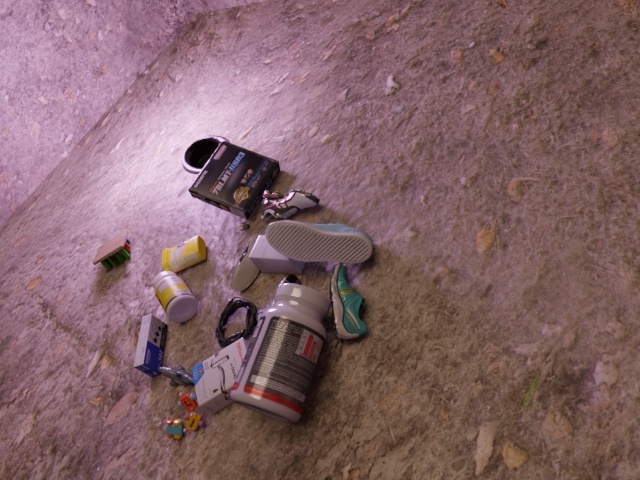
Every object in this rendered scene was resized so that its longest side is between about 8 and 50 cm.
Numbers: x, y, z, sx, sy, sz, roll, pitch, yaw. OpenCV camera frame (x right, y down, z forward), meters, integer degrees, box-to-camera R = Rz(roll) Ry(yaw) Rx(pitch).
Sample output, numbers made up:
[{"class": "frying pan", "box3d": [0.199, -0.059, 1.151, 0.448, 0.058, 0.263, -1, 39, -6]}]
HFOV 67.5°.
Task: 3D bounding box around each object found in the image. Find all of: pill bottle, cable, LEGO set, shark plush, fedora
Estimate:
[{"class": "pill bottle", "box3d": [-0.103, 0.323, 1.407, 0.210, 0.210, 0.362, 3, 60, 32]}, {"class": "cable", "box3d": [-0.293, 0.293, 1.673, 0.151, 0.047, 0.184, 23, 77, 32]}, {"class": "pill bottle", "box3d": [-0.563, 0.211, 1.840, 0.119, 0.119, 0.208, -43, 45, -8]}, {"class": "LEGO set", "box3d": [-0.301, -0.064, 1.990, 0.083, 0.023, 0.054, -30, 46, -14]}, {"class": "shark plush", "box3d": [-0.475, 0.466, 1.615, 0.161, 0.067, 0.073, 18, 65, 39]}, {"class": "fedora", "box3d": [-0.528, -0.383, 2.303, 0.276, 0.124, 0.243, 17, 65, 30]}]

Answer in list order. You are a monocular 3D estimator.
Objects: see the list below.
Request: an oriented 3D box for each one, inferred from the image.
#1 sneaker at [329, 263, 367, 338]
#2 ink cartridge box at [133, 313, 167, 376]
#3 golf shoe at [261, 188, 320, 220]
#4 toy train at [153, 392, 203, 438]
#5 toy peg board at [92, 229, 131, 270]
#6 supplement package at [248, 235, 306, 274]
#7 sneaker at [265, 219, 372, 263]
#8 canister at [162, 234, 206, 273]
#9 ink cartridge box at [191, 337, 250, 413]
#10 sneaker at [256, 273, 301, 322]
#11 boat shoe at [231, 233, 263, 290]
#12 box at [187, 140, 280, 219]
[{"class": "sneaker", "box3d": [0.085, 0.193, 1.519, 0.110, 0.107, 0.275, -4, 48, -4]}, {"class": "ink cartridge box", "box3d": [-0.615, 0.381, 1.746, 0.046, 0.097, 0.207, -20, 47, 15]}, {"class": "golf shoe", "box3d": [-0.121, -0.133, 1.902, 0.273, 0.105, 0.120, 0, 70, 37]}, {"class": "toy train", "box3d": [-0.435, 0.545, 1.504, 0.166, 0.125, 0.046, -37, 7, 11]}, {"class": "toy peg board", "box3d": [-0.957, 0.055, 2.240, 0.161, 0.079, 0.160, -30, 29, 4]}, {"class": "supplement package", "box3d": [-0.148, 0.052, 1.742, 0.180, 0.105, 0.105, 2, 55, 32]}, {"class": "sneaker", "box3d": [0.000, 0.000, 1.646, 0.366, 0.135, 0.150, 12, 16, 8]}, {"class": "canister", "box3d": [-0.566, 0.061, 1.999, 0.170, 0.073, 0.126, -24, 46, 9]}, {"class": "ink cartridge box", "box3d": [-0.294, 0.429, 1.530, 0.203, 0.086, 0.148, -33, 45, 3]}, {"class": "sneaker", "box3d": [-0.157, 0.215, 1.634, 0.132, 0.086, 0.228, -23, 29, 37]}, {"class": "boat shoe", "box3d": [-0.272, 0.089, 1.820, 0.079, 0.084, 0.232, -30, 35, 65]}, {"class": "box", "box3d": [-0.371, -0.267, 2.085, 0.294, 0.073, 0.295, 24, 66, 14]}]
